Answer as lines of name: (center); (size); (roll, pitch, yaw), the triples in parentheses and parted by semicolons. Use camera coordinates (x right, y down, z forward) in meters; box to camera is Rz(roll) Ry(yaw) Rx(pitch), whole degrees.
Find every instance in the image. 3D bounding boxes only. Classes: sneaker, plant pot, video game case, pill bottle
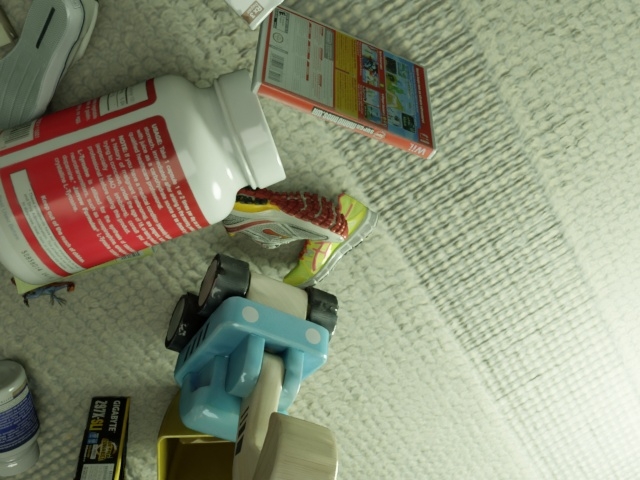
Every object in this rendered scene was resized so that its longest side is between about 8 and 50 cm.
sneaker: (-0.393, -0.256, 0.969); (0.094, 0.091, 0.258); (49, 122, -2)
sneaker: (0.000, 0.000, 1.180); (0.094, 0.081, 0.208); (43, 97, -14)
plant pot: (-0.193, 0.384, 1.251); (0.212, 0.187, 0.212); (1, 114, -11)
video game case: (0.040, -0.243, 1.005); (0.285, 0.204, 0.025); (18, 138, -18)
pill bottle: (-0.271, -0.104, 0.986); (0.407, 0.229, 0.229); (-20, 117, -2)
pill bottle: (-0.562, 0.319, 1.190); (0.111, 0.112, 0.187); (-7, 115, -8)
sneaker: (-0.061, -0.032, 1.127); (0.225, 0.088, 0.093); (13, 123, 13)

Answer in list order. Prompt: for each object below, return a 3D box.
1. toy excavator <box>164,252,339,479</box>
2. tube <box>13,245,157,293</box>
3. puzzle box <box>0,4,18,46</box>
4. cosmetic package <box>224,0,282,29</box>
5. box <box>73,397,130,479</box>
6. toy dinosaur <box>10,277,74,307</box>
toy excavator: (-0.096, 0.234, 1.000); (0.222, 0.446, 0.433); (22, 139, -21)
tube: (-0.398, 0.018, 1.117); (0.240, 0.070, 0.062); (-13, 149, -2)
puzzle box: (-0.628, -0.407, 0.875); (0.272, 0.052, 0.409); (-21, 117, 0)
cosmetic package: (-0.090, -0.368, 0.897); (0.117, 0.231, 0.085); (-44, 115, 10)
box: (-0.402, 0.492, 1.222); (0.079, 0.257, 0.322); (4, 113, -14)
toy dinosaur: (-0.466, 0.083, 1.142); (0.082, 0.047, 0.090); (-34, 107, -15)
